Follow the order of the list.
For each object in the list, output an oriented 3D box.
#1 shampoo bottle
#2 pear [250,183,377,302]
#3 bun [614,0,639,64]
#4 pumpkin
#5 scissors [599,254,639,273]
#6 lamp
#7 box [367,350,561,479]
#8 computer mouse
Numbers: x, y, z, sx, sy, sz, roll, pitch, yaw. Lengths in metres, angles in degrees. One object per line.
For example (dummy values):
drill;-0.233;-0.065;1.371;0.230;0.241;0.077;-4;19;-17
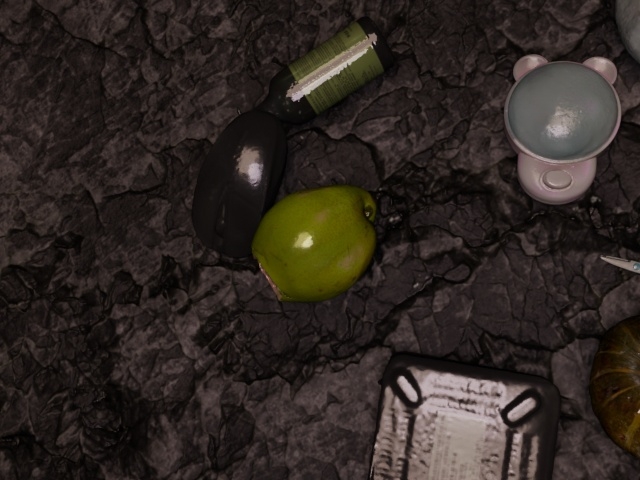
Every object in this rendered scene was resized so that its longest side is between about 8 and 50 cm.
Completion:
shampoo bottle;-0.012;-0.274;1.166;0.283;0.101;0.101;-32;77;6
pear;0.000;0.000;1.090;0.219;0.187;0.188;-29;77;-6
bun;0.629;-0.386;0.998;0.354;0.194;0.355;-2;80;13
pumpkin;0.501;0.223;0.963;0.218;0.162;0.219;-10;54;14
scissors;0.504;0.044;1.056;0.119;0.014;0.058;16;85;10
lamp;0.384;-0.182;1.066;0.179;0.108;0.246;5;84;17
box;0.218;0.338;1.044;0.288;0.073;0.290;9;85;13
computer mouse;-0.144;-0.091;1.139;0.137;0.086;0.270;24;107;15
